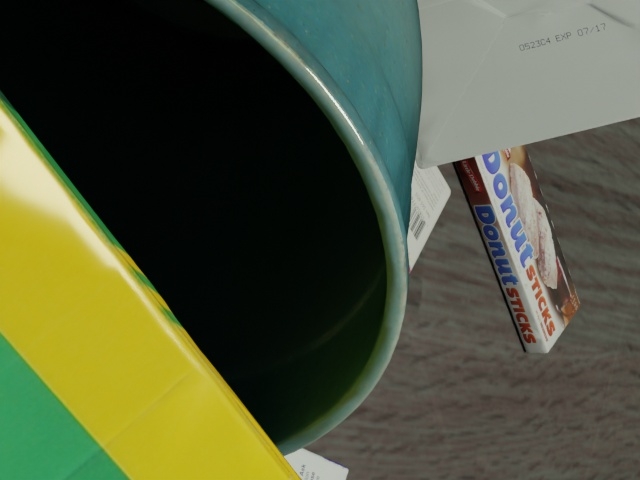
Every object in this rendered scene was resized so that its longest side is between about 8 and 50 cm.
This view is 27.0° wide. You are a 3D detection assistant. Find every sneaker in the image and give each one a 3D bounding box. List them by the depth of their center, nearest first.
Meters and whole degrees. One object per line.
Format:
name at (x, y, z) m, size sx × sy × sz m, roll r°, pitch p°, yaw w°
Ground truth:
sneaker at (-0.103, -0.026, 0.676) m, size 0.032 × 0.037 × 0.083 m, roll -18°, pitch 100°, yaw -48°

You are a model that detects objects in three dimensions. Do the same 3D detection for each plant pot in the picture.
plant pot at (-0.077, -0.085, 0.557) m, size 0.272 × 0.271 × 0.255 m, roll 57°, pitch 33°, yaw -32°

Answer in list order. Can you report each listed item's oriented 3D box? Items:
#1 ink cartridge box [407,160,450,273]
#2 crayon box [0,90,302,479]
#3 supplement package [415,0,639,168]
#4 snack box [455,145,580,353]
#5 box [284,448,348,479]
ink cartridge box at (0.000, 0.000, 0.779) m, size 0.104 × 0.061 × 0.181 m, roll 56°, pitch 48°, yaw -33°
crayon box at (-0.216, 0.090, 0.361) m, size 0.363 × 0.106 × 0.313 m, roll -39°, pitch 123°, yaw -10°
supplement package at (0.146, -0.160, 0.816) m, size 0.203 × 0.194 × 0.149 m, roll -58°, pitch 133°, yaw -66°
snack box at (0.147, -0.006, 0.988) m, size 0.064 × 0.022 × 0.178 m, roll -45°, pitch 122°, yaw -40°
box at (-0.064, 0.158, 0.685) m, size 0.137 × 0.072 × 0.126 m, roll 33°, pitch 63°, yaw -45°
